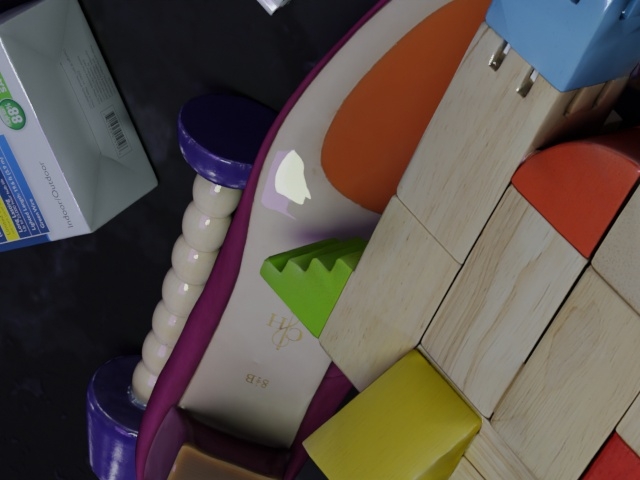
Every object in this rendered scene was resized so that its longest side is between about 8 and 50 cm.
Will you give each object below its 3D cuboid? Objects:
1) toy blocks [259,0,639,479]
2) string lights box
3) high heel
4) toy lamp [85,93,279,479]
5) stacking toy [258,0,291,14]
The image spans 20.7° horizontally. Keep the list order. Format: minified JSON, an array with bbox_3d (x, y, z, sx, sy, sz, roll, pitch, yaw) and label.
[{"bbox_3d":[0.162,0.041,0.704,0.381,0.191,0.261,48,132,26],"label":"toy blocks"},{"bbox_3d":[-0.240,-0.057,1.096,0.260,0.077,0.133,-12,109,36],"label":"string lights box"},{"bbox_3d":[0.000,0.000,0.961,0.127,0.181,0.377,31,100,-9],"label":"high heel"},{"bbox_3d":[-0.086,0.041,1.054,0.080,0.080,0.274,31,125,15],"label":"toy lamp"},{"bbox_3d":[-0.019,-0.241,0.876,0.167,0.052,0.221,47,129,2],"label":"stacking toy"}]
